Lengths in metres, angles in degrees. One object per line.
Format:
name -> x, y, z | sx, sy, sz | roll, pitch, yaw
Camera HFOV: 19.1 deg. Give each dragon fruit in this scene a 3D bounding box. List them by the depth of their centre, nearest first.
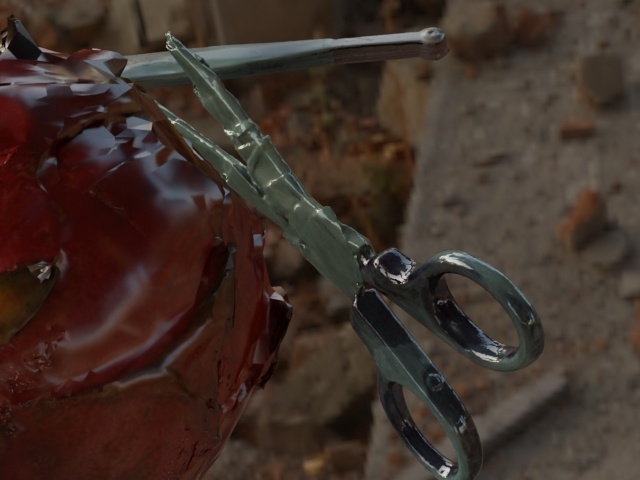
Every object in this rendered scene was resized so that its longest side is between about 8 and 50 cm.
dragon fruit -> -0.172, 0.046, 1.040 | 0.301, 0.295, 0.295 | -46, 39, 0

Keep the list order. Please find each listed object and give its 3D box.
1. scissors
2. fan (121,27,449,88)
scissors -> 0.000, 0.000, 1.373 | 0.029, 0.256, 0.383 | -36, 68, -28
fan -> -0.044, -0.134, 1.434 | 0.282, 0.023, 0.057 | -4, 24, 6
